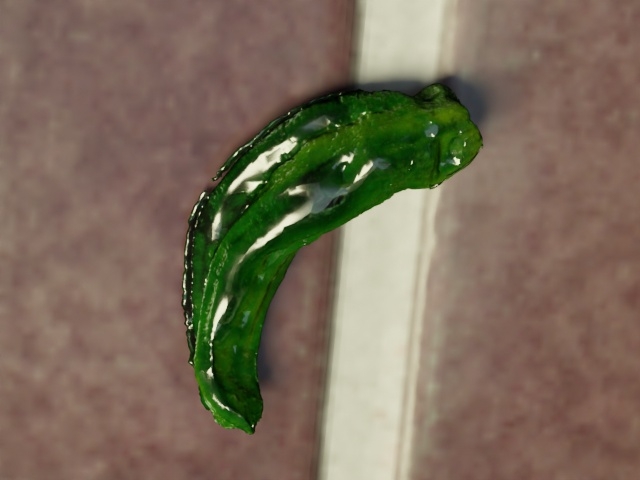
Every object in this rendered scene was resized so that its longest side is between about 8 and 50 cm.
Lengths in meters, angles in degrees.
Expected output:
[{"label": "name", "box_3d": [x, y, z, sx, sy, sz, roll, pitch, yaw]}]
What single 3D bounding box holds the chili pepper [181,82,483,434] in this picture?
[{"label": "chili pepper", "box_3d": [-0.007, -0.004, 0.489, 0.055, 0.035, 0.118, 39, 89, 0]}]
